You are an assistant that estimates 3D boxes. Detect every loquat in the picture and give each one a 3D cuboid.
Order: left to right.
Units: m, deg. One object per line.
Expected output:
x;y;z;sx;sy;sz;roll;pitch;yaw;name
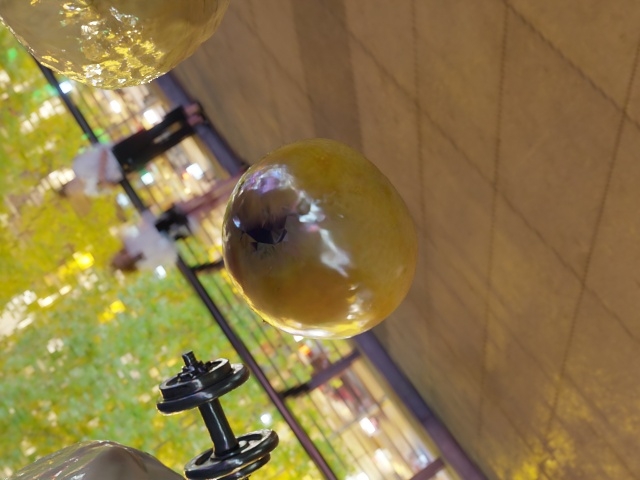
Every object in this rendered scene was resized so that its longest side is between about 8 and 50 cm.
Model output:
0.000;0.000;1.356;0.263;0.263;0.263;54;168;16;loquat

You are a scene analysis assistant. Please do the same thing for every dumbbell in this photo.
-0.194;0.343;1.983;0.192;0.192;0.290;173;75;-78;dumbbell

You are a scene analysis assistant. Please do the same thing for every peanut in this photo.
-0.160;-0.209;0.838;0.340;0.158;0.174;-84;-10;-71;peanut

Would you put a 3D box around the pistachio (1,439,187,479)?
-0.244;0.311;0.921;0.226;0.332;0.208;57;-175;22;pistachio
